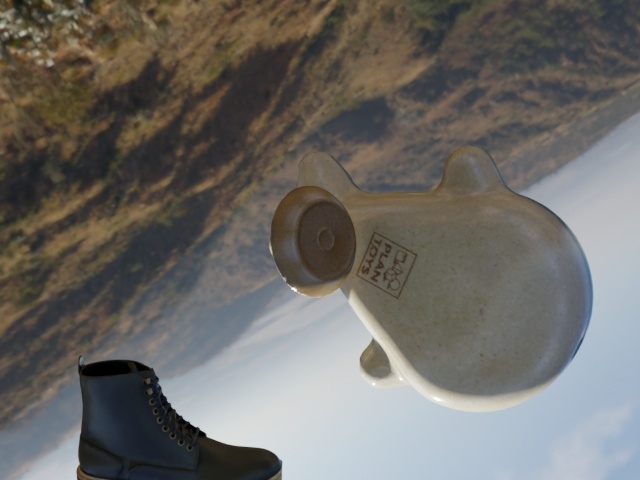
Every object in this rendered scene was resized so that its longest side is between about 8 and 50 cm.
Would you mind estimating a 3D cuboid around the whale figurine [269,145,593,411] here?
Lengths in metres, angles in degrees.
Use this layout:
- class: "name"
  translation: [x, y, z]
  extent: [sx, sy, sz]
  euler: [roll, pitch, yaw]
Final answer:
- class: "whale figurine"
  translation: [0.092, 0.022, 0.727]
  extent: [0.141, 0.272, 0.216]
  euler: [-6, 120, -62]

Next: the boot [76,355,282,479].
- class: "boot"
  translation: [-0.135, 0.176, 0.819]
  extent: [0.197, 0.137, 0.077]
  euler: [-1, -164, -4]

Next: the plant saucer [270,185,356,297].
- class: "plant saucer"
  translation: [0.000, 0.000, 0.640]
  extent: [0.083, 0.084, 0.015]
  euler: [-24, -170, -42]
